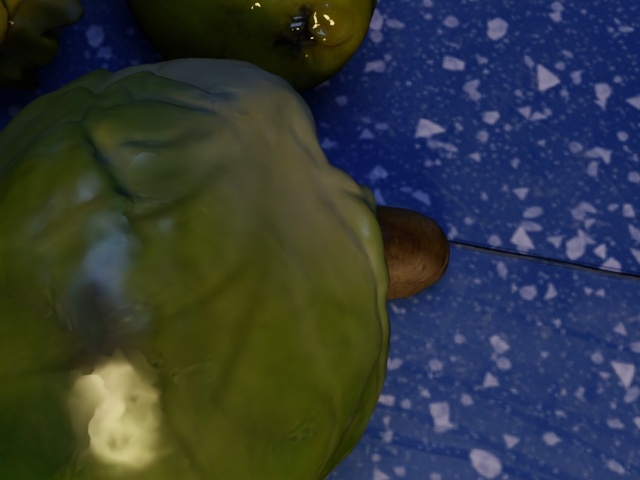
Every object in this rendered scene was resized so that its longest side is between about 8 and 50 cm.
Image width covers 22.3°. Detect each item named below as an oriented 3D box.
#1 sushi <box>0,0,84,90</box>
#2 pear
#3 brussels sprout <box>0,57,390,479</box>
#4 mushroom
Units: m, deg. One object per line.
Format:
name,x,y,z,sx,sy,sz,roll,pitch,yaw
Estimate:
sushi,-0.313,-0.284,1.199,0.329,0.328,0.285,15,73,0
pear,-0.056,-0.226,1.255,0.212,0.212,0.269,-15,46,-14
brussels sprout,-0.118,0.048,1.080,0.344,0.268,0.344,6,76,-24
mushroom,-0.001,0.001,1.214,0.210,0.094,0.072,10,59,-6
